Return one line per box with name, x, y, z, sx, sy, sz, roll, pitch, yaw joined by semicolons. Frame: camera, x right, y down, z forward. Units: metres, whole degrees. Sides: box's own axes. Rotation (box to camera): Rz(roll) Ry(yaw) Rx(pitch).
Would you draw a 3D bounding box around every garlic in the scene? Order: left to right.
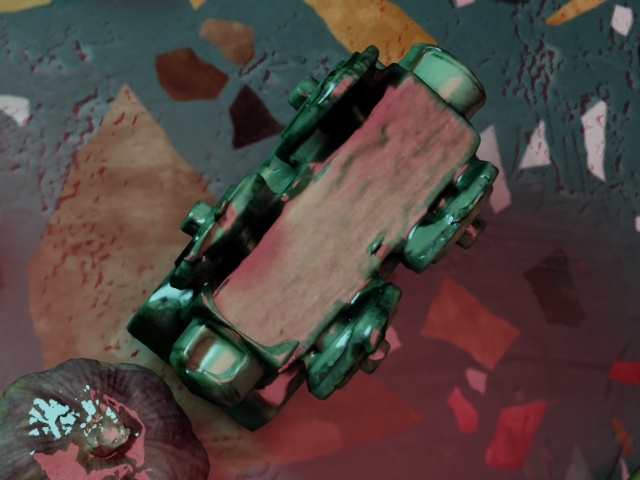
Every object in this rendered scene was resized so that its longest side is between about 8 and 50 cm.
garlic;-0.159;0.153;1.417;0.159;0.102;0.147;29;73;-4

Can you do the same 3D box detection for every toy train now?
toy train;0.000;0.000;1.418;0.167;0.238;0.299;41;74;-1

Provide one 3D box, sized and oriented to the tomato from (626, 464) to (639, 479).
tomato;0.313;0.261;1.436;0.270;0.223;0.270;6;79;-36
